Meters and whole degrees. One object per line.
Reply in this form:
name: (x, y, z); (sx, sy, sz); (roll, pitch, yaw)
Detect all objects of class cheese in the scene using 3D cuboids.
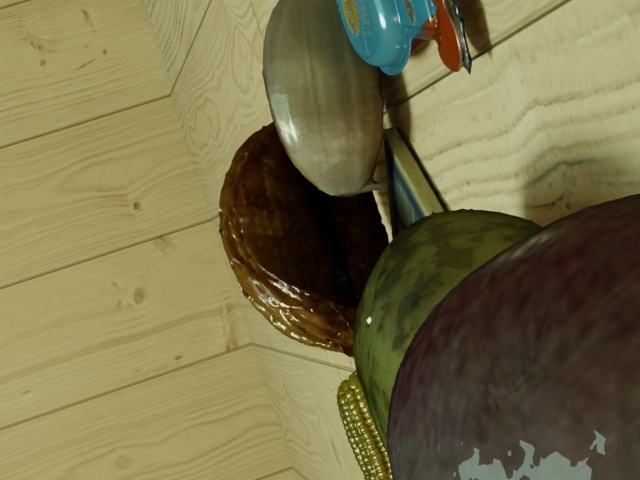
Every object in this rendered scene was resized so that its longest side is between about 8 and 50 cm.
cheese: (0.051, -0.159, 1.010); (0.256, 0.037, 0.106); (-147, 38, -73)

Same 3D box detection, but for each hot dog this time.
hot dog: (0.000, -0.002, 1.249); (0.099, 0.160, 0.227); (-36, 51, 37)

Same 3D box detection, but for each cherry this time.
cherry: (0.128, 0.091, 0.569); (0.213, 0.183, 0.266); (51, 147, 17)

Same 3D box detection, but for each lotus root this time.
lotus root: (0.095, 0.070, 0.852); (0.309, 0.173, 0.173); (-128, 20, -82)

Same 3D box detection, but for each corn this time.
corn: (0.080, 0.230, 1.452); (0.080, 0.080, 0.231); (102, 149, -72)

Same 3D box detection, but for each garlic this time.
garlic: (0.002, -0.139, 1.182); (0.128, 0.090, 0.198); (58, -163, -72)

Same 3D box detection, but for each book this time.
book: (0.105, 0.093, 1.226); (0.322, 0.018, 0.228); (82, 168, -47)
